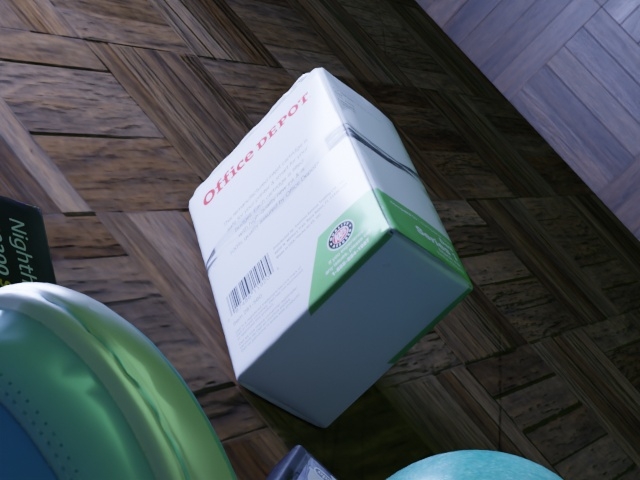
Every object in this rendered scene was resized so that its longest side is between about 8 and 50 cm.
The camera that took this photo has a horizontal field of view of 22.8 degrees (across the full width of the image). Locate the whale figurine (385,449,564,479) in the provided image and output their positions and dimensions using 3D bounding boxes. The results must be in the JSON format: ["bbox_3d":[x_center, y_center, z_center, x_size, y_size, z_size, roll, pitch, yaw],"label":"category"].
[{"bbox_3d":[0.131,0.208,0.916,0.272,0.141,0.216,24,27,-46],"label":"whale figurine"}]

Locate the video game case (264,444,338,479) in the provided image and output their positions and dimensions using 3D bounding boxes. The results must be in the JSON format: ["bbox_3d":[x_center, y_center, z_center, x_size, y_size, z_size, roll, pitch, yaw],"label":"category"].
[{"bbox_3d":[0.048,0.262,0.908,0.275,0.035,0.248,44,19,0],"label":"video game case"}]

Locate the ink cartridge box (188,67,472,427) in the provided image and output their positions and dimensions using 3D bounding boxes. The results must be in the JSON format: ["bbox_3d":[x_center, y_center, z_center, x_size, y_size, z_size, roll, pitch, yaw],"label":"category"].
[{"bbox_3d":[0.000,0.000,1.166,0.092,0.160,0.219,33,22,-32],"label":"ink cartridge box"}]

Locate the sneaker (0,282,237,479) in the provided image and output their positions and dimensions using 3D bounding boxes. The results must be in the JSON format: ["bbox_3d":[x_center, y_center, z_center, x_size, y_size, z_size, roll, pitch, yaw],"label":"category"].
[{"bbox_3d":[-0.113,0.179,0.415,0.208,0.127,0.319,-11,99,-51],"label":"sneaker"}]

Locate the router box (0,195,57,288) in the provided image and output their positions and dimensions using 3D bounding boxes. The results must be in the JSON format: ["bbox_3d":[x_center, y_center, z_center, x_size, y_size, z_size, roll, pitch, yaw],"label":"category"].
[{"bbox_3d":[-0.191,0.101,0.590,0.243,0.081,0.308,21,43,-49],"label":"router box"}]
